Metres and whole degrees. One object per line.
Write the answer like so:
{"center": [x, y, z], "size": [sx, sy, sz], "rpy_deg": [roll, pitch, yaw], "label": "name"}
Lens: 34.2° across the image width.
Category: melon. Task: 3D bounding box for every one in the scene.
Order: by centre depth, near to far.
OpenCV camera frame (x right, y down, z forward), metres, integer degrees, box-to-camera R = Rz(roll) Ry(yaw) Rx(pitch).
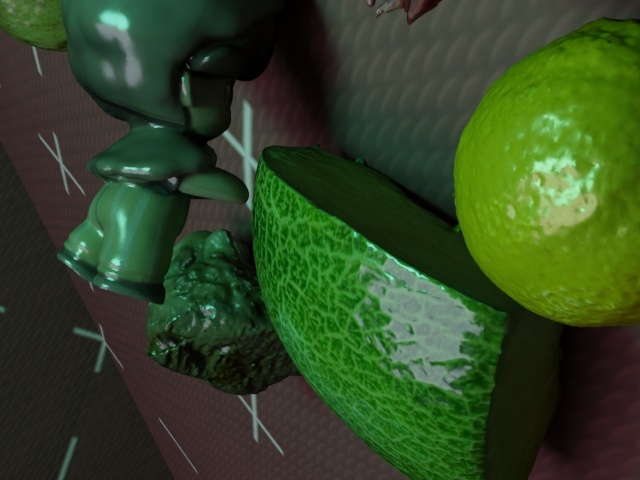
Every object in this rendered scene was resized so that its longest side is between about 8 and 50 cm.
{"center": [0.057, 0.054, 0.925], "size": [0.343, 0.226, 0.331], "rpy_deg": [27, 160, 32], "label": "melon"}

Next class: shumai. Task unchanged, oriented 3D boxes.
{"center": [-0.116, 0.077, 1.351], "size": [0.256, 0.189, 0.218], "rpy_deg": [37, -155, -49], "label": "shumai"}

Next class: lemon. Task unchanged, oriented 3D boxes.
{"center": [0.167, -0.038, 0.590], "size": [0.180, 0.180, 0.193], "rpy_deg": [54, 134, 14], "label": "lemon"}

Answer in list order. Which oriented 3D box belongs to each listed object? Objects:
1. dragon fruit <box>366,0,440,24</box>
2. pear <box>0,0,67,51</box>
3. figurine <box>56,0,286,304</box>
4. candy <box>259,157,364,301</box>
{"center": [-0.014, -0.277, 0.486], "size": [0.386, 0.249, 0.371], "rpy_deg": [-115, 11, -63], "label": "dragon fruit"}
{"center": [-0.290, -0.322, 1.152], "size": [0.228, 0.211, 0.188], "rpy_deg": [51, 158, 23], "label": "pear"}
{"center": [-0.154, -0.138, 0.974], "size": [0.248, 0.203, 0.381], "rpy_deg": [-171, 93, -72], "label": "figurine"}
{"center": [-0.002, 0.000, 1.132], "size": [0.078, 0.084, 0.288], "rpy_deg": [56, 150, 20], "label": "candy"}
